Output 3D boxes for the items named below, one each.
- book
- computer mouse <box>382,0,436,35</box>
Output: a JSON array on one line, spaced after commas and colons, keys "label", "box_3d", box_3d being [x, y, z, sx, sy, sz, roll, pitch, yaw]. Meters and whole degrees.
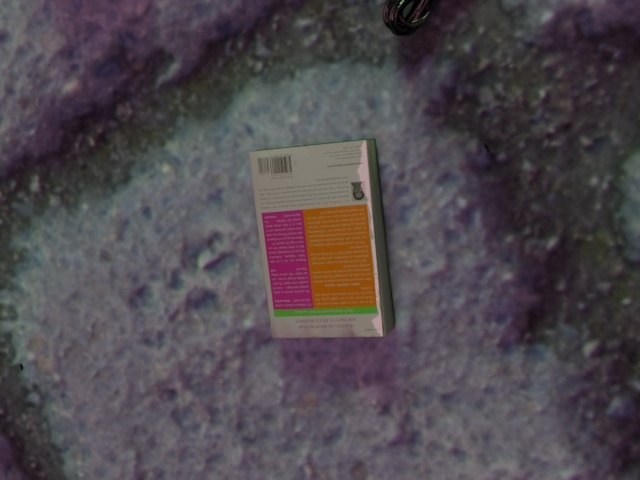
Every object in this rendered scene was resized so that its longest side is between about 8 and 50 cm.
[{"label": "book", "box_3d": [0.000, 0.000, 0.815, 0.096, 0.035, 0.144, -3, 97, 20]}, {"label": "computer mouse", "box_3d": [0.029, -0.245, 0.761, 0.193, 0.042, 0.106, 46, 109, 5]}]
